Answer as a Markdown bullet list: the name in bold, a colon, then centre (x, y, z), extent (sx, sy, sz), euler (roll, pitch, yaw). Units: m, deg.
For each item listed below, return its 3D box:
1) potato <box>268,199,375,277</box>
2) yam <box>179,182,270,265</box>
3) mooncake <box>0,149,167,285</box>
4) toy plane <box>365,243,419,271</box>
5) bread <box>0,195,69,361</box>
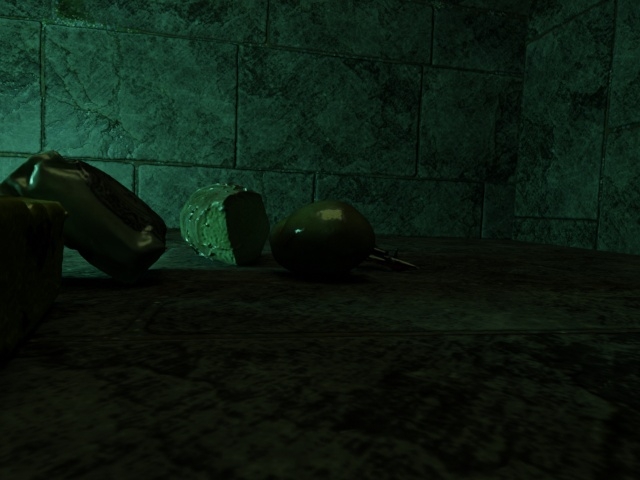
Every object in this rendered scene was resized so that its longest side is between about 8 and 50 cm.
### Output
- **potato**: centre (0.000, 0.000, 0.904), extent (0.235, 0.160, 0.178), euler (-11, -42, 30)
- **yam**: centre (-0.241, -0.037, 1.107), extent (0.201, 0.202, 0.271), euler (-25, 19, -29)
- **mooncake**: centre (-0.394, -0.047, 0.785), extent (0.250, 0.136, 0.254), euler (43, -12, -19)
- **toy plane**: centre (0.142, 0.039, 1.050), extent (0.189, 0.061, 0.130), euler (4, 3, 27)
- **bread**: centre (-0.310, 0.025, 0.419), extent (0.077, 0.138, 0.361), euler (3, 4, -21)
